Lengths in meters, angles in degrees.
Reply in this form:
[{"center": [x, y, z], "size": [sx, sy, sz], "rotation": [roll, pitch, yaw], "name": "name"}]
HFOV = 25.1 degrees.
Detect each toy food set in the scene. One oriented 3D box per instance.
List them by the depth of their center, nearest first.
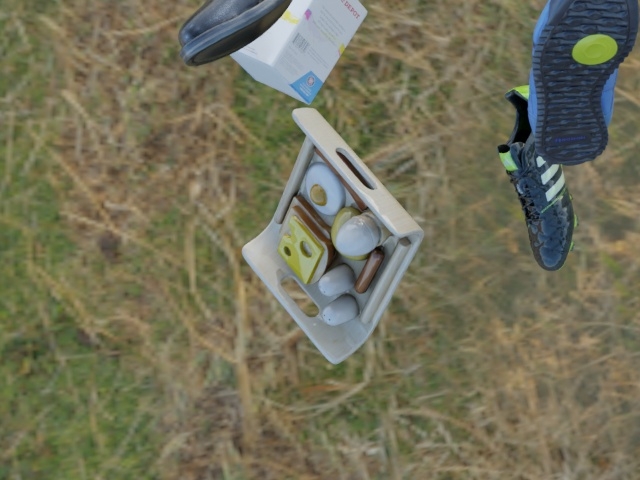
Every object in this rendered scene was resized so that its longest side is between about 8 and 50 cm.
[{"center": [0.000, 0.000, 1.877], "size": [0.220, 0.092, 0.306], "rotation": [49, 144, 19], "name": "toy food set"}]

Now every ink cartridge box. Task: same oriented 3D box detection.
[{"center": [-0.025, -0.243, 1.587], "size": [0.090, 0.092, 0.143], "rotation": [27, 82, 36], "name": "ink cartridge box"}]

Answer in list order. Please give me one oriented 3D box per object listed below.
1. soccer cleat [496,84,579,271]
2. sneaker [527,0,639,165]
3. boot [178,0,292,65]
[{"center": [0.202, -0.060, 1.362], "size": [0.060, 0.072, 0.179], "rotation": [-7, 84, 61], "name": "soccer cleat"}, {"center": [0.182, -0.141, 1.029], "size": [0.069, 0.209, 0.082], "rotation": [-1, 60, 3], "name": "sneaker"}, {"center": [-0.086, -0.296, 1.183], "size": [0.229, 0.091, 0.263], "rotation": [44, 73, -4], "name": "boot"}]
